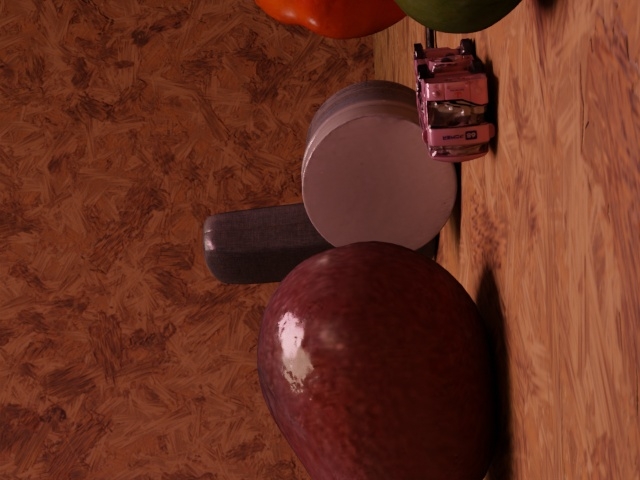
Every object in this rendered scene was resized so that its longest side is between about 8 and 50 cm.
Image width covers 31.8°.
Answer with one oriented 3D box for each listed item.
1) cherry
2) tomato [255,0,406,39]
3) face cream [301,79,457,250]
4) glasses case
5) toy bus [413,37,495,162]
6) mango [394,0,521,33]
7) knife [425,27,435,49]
[{"bbox_3d":[0.057,0.137,1.060,0.261,0.221,0.307,69,-176,-62],"label":"cherry"},{"bbox_3d":[0.025,-0.365,1.375,0.180,0.259,0.260,93,176,-49],"label":"tomato"},{"bbox_3d":[0.067,-0.086,1.311,0.153,0.177,0.177,-85,-7,-68],"label":"face cream"},{"bbox_3d":[0.000,0.000,1.569,0.131,0.323,0.074,77,-172,-67],"label":"glasses case"},{"bbox_3d":[0.121,-0.134,1.046,0.203,0.063,0.090,-83,-12,-73],"label":"toy bus"},{"bbox_3d":[0.086,-0.210,0.689,0.251,0.114,0.156,-74,-12,-85],"label":"mango"},{"bbox_3d":[0.141,-0.236,1.457,0.045,0.021,0.222,-118,26,-85],"label":"knife"}]
